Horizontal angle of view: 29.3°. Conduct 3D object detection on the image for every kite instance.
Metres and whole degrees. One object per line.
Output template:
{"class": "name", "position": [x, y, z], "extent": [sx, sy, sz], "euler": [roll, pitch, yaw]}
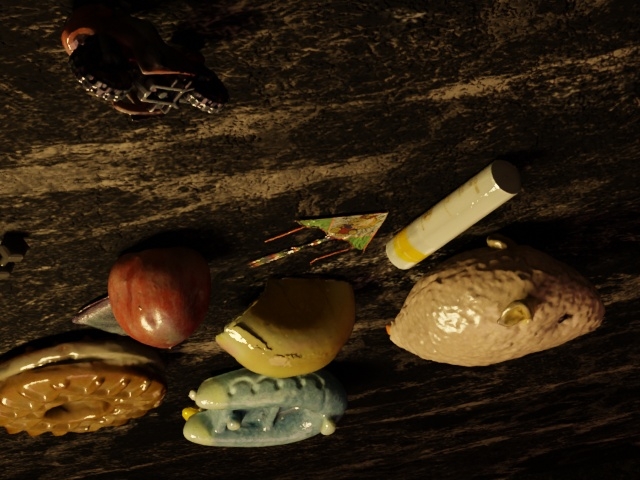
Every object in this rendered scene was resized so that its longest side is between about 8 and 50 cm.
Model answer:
{"class": "kite", "position": [0.000, 0.000, 1.865], "extent": [0.244, 0.006, 0.198], "euler": [-22, 156, 23]}

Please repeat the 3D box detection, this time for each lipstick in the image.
{"class": "lipstick", "position": [0.193, -0.035, 1.805], "extent": [0.059, 0.059, 0.264], "euler": [5, 152, -33]}

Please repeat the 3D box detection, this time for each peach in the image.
{"class": "peach", "position": [-0.234, 0.086, 1.781], "extent": [0.152, 0.152, 0.152], "euler": [-10, 157, -4]}

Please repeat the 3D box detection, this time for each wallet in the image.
{"class": "wallet", "position": [-0.301, 0.104, 1.941], "extent": [0.166, 0.030, 0.111], "euler": [-28, 148, 31]}

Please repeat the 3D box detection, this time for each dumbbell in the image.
{"class": "dumbbell", "position": [-0.431, 0.023, 1.680], "extent": [0.040, 0.036, 0.083], "euler": [2, 154, -33]}

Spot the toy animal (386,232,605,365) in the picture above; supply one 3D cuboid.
{"class": "toy animal", "position": [0.269, 0.103, 2.001], "extent": [0.358, 0.188, 0.226], "euler": [-17, 146, 17]}

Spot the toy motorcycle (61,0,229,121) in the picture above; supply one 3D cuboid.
{"class": "toy motorcycle", "position": [-0.182, -0.183, 1.242], "extent": [0.084, 0.118, 0.212], "euler": [-48, 155, 25]}

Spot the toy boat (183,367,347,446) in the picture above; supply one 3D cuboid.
{"class": "toy boat", "position": [-0.098, 0.346, 2.421], "extent": [0.330, 0.123, 0.215], "euler": [-1, 138, -25]}

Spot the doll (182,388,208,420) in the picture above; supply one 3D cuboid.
{"class": "doll", "position": [-0.216, 0.339, 2.504], "extent": [0.135, 0.071, 0.113], "euler": [-2, 136, -25]}

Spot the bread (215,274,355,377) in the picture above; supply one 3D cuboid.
{"class": "bread", "position": [-0.058, 0.154, 2.008], "extent": [0.261, 0.156, 0.158], "euler": [2, 152, -28]}

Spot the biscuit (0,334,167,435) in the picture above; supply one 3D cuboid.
{"class": "biscuit", "position": [-0.427, 0.258, 2.149], "extent": [0.332, 0.103, 0.332], "euler": [-9, 156, -4]}
